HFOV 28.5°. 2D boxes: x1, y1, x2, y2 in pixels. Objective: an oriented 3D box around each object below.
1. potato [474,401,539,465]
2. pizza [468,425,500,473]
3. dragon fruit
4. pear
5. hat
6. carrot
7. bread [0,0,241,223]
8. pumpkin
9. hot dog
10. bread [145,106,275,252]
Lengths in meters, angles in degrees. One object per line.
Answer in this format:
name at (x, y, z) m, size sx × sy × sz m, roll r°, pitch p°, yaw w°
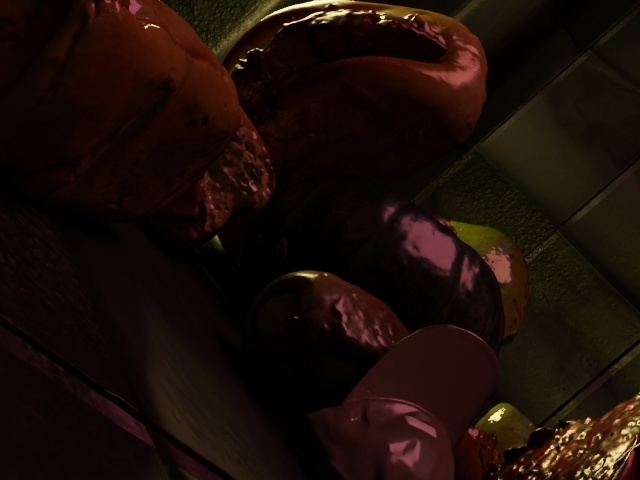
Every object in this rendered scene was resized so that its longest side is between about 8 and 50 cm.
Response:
potato at (0.263, 0.350, 1.651) m, size 0.111 × 0.160 × 0.272 m, roll -13°, pitch 47°, yaw -36°
pizza at (0.173, 0.269, 1.498) m, size 0.246 × 0.058 × 0.127 m, roll 48°, pitch 44°, yaw -63°
dragon fruit at (0.315, 0.298, 1.279) m, size 0.228 × 0.329 × 0.286 m, roll 55°, pitch 2°, yaw -4°
pear at (0.156, 0.109, 1.624) m, size 0.176 × 0.282 × 0.286 m, roll 41°, pitch 4°, yaw 5°
hat at (0.098, 0.169, 1.053) m, size 0.166 × 0.173 × 0.144 m, roll 53°, pitch 0°, yaw -33°
carrot at (0.044, 0.141, 1.171) m, size 0.302 × 0.138 × 0.139 m, roll 53°, pitch 0°, yaw -40°
bread at (-0.164, -0.110, 0.942) m, size 0.132 × 0.167 × 0.294 m, roll 50°, pitch 3°, yaw 12°
pumpkin at (0.059, 0.049, 1.349) m, size 0.300 × 0.207 × 0.300 m, roll 33°, pitch -7°, yaw 5°
hot dog at (-0.012, -0.145, 1.473) m, size 0.223 × 0.405 × 0.185 m, roll 39°, pitch 36°, yaw -23°
bread at (-0.184, -0.151, 1.272) m, size 0.344 × 0.149 × 0.195 m, roll 49°, pitch 4°, yaw -1°
